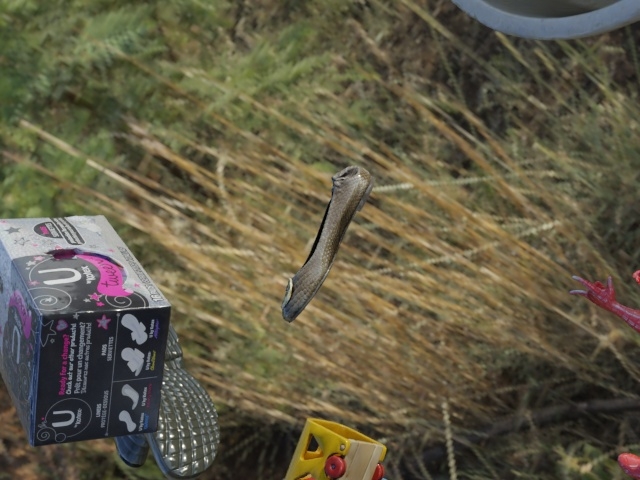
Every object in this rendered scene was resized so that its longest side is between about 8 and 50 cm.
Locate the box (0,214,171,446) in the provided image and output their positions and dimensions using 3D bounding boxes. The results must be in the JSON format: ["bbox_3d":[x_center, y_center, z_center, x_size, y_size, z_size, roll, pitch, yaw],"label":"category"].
[{"bbox_3d":[-0.276,0.088,1.172,0.247,0.142,0.163,41,128,53],"label":"box"}]

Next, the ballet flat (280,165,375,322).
[{"bbox_3d":[0.000,0.000,1.515,0.250,0.058,0.084,-62,10,-11],"label":"ballet flat"}]

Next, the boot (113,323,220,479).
[{"bbox_3d":[-0.199,0.223,1.287,0.161,0.083,0.246,-65,36,34],"label":"boot"}]

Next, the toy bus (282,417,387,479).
[{"bbox_3d":[-0.002,0.328,1.363,0.104,0.191,0.202,20,43,40],"label":"toy bus"}]

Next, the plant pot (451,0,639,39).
[{"bbox_3d":[0.261,-0.275,0.640,0.334,0.305,0.334,2,92,57],"label":"plant pot"}]

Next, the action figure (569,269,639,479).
[{"bbox_3d":[0.269,0.085,0.858,0.139,0.280,0.091,33,60,21],"label":"action figure"}]
